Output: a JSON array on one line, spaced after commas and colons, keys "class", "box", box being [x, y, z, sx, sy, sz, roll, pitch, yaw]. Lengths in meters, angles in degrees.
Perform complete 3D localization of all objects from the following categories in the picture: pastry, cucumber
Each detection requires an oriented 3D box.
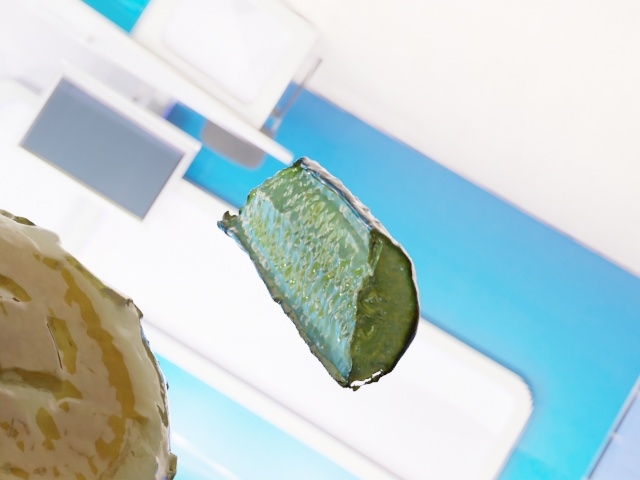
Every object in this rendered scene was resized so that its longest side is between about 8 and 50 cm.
[{"class": "pastry", "box": [-0.121, 0.051, 0.372, 0.166, 0.088, 0.166, 38, -148, -29]}, {"class": "cucumber", "box": [0.000, 0.000, 0.615, 0.046, 0.070, 0.220, 13, -165, -25]}]
